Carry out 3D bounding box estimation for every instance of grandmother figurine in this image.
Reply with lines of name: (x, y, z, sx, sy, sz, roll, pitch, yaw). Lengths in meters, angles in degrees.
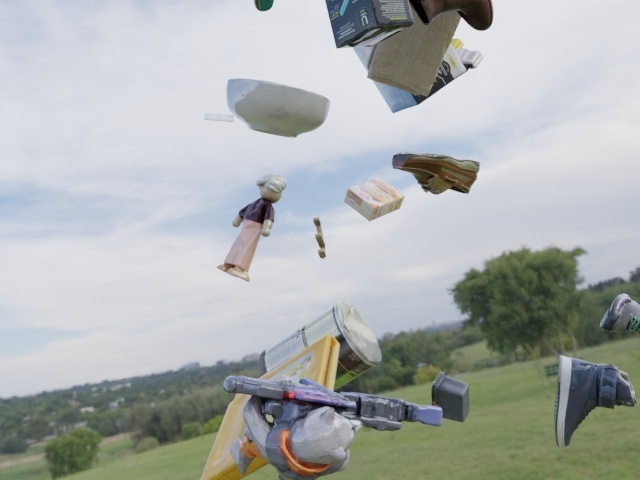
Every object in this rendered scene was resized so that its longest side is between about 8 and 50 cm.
grandmother figurine: (-0.202, -0.051, 1.810, 0.207, 0.342, 0.104, 17, -12, 41)

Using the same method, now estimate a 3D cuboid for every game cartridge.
game cartridge: (-0.105, 0.367, 1.281, 0.323, 0.053, 0.285, -35, 16, 20)

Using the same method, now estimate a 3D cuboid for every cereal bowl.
cereal bowl: (-0.144, -0.415, 1.908, 0.338, 0.141, 0.339, 11, 6, -1)

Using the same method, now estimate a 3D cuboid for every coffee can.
coffee can: (-0.002, 0.318, 1.616, 0.275, 0.202, 0.201, -35, -21, 16)

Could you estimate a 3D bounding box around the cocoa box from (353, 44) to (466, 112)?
cocoa box: (0.288, -0.656, 2.054, 0.228, 0.347, 0.231, -37, 13, -10)

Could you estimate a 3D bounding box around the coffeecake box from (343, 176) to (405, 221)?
coffeecake box: (0.207, -0.160, 2.263, 0.185, 0.142, 0.068, -23, -38, -40)

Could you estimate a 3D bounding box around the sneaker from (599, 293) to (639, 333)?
sneaker: (0.696, 0.173, 1.316, 0.223, 0.098, 0.083, -9, -54, -54)

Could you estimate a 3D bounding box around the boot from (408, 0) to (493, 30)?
boot: (0.279, -0.532, 1.318, 0.090, 0.248, 0.207, -4, 42, 52)

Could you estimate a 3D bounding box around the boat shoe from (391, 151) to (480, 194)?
boat shoe: (0.352, -0.195, 1.764, 0.324, 0.120, 0.122, 3, 9, -33)

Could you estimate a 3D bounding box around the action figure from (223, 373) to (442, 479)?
action figure: (0.010, 0.321, 0.917, 0.341, 0.179, 0.330, 9, -26, -5)

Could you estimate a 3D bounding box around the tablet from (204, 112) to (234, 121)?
tablet: (-0.290, -0.353, 1.692, 0.083, 0.054, 0.006, 3, -60, -11)

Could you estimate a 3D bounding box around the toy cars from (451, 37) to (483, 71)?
toy cars: (0.534, -0.792, 2.477, 0.176, 0.394, 0.087, -30, -57, 7)

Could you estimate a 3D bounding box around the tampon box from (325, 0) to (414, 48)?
tampon box: (0.083, -0.457, 1.099, 0.101, 0.161, 0.120, -18, 7, -37)

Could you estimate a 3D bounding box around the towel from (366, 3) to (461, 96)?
towel: (0.238, -0.512, 1.472, 0.187, 0.049, 0.282, 15, -64, -18)

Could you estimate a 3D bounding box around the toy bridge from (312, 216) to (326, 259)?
toy bridge: (0.000, 0.000, 2.127, 0.026, 0.188, 0.063, -15, -45, 6)

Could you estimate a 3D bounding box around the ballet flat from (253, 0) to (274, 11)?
ballet flat: (-0.156, -0.704, 1.534, 0.080, 0.073, 0.232, -21, -23, -20)

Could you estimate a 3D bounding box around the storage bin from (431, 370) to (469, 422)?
storage bin: (0.378, 0.464, 1.712, 0.091, 0.135, 0.098, 9, 30, 32)

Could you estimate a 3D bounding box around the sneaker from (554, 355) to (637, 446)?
sneaker: (0.609, 0.374, 1.318, 0.163, 0.226, 0.086, 5, 20, 17)
